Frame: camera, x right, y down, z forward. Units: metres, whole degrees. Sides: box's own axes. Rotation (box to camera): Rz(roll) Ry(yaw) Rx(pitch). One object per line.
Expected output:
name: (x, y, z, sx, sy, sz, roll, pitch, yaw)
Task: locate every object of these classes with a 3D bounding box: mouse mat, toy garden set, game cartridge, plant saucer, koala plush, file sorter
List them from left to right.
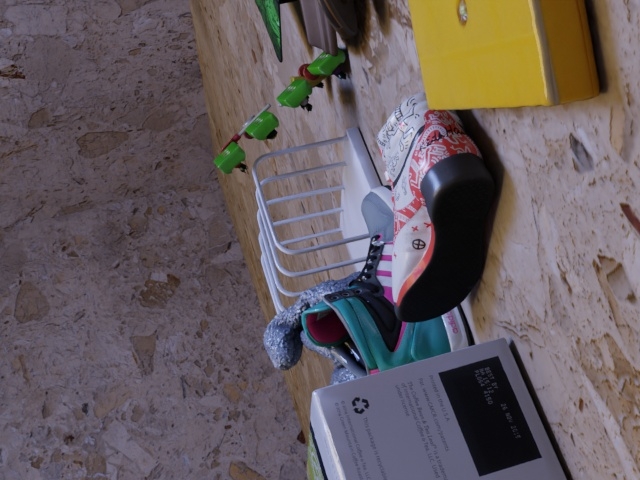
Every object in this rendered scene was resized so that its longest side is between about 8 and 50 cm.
mouse mat: (-0.093, -0.408, 1.622, 0.152, 0.007, 0.189, 90, 162, -56)
toy garden set: (-0.060, -0.190, 1.495, 0.049, 0.244, 0.204, 45, 180, -13)
plant saucer: (-0.020, -0.383, 1.316, 0.278, 0.041, 0.277, -11, -90, -88)
file sorter: (0.000, 0.000, 1.500, 0.277, 0.173, 0.192, 91, 163, -58)
koala plush: (0.056, 0.179, 1.409, 0.203, 0.196, 0.221, -49, 49, 42)
game cartridge: (0.122, -0.268, 0.795, 0.285, 0.053, 0.323, -148, 47, -76)

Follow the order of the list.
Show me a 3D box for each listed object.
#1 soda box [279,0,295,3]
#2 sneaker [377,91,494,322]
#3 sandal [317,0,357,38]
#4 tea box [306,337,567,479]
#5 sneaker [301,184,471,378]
soda box: (-0.085, -0.482, 1.649, 0.060, 0.053, 0.168, 98, 156, -66)
sneaker: (0.113, -0.035, 1.051, 0.270, 0.090, 0.145, 95, 160, -53)
sandal: (0.028, -0.354, 1.166, 0.090, 0.060, 0.219, 6, -98, -62)
tea box: (0.134, 0.333, 1.057, 0.323, 0.220, 0.329, 92, 162, -60)
sneaker: (0.057, 0.062, 1.236, 0.123, 0.178, 0.295, 87, 166, -50)
